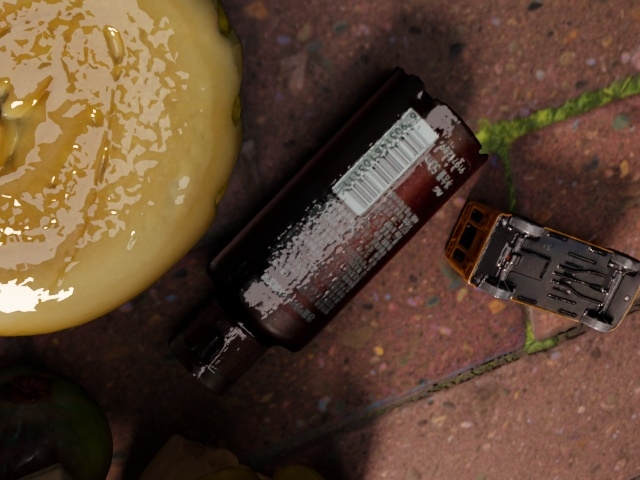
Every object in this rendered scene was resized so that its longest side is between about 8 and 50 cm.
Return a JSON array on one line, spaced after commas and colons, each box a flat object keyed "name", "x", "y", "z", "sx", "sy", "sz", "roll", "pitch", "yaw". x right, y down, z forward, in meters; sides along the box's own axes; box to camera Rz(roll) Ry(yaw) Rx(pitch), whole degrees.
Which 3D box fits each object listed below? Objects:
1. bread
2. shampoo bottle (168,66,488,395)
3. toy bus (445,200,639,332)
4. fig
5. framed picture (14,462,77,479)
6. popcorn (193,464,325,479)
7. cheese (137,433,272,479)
[{"name": "bread", "x": -0.207, "y": -0.092, "z": 0.687, "sx": 0.333, "sy": 0.160, "sz": 0.333, "roll": -8, "pitch": 114, "yaw": -18}, {"name": "shampoo bottle", "x": 0.000, "y": 0.000, "z": 0.851, "sx": 0.323, "sy": 0.084, "sz": 0.129, "roll": -47, "pitch": 116, "yaw": 1}, {"name": "toy bus", "x": 0.228, "y": 0.024, "z": 0.949, "sx": 0.194, "sy": 0.088, "sz": 0.083, "roll": 18, "pitch": 102, "yaw": -25}, {"name": "fig", "x": -0.261, "y": 0.224, "z": 0.811, "sx": 0.149, "sy": 0.149, "sz": 0.245, "roll": 2, "pitch": 121, "yaw": -23}, {"name": "framed picture", "x": -0.287, "y": 0.270, "z": 0.746, "sx": 0.265, "sy": 0.018, "sz": 0.192, "roll": -22, "pitch": 140, "yaw": 0}, {"name": "popcorn", "x": -0.074, "y": 0.311, "z": 0.673, "sx": 0.325, "sy": 0.290, "sz": 0.321, "roll": -44, "pitch": 131, "yaw": -51}, {"name": "cheese", "x": -0.065, "y": 0.299, "z": 0.913, "sx": 0.266, "sy": 0.127, "sz": 0.233, "roll": 24, "pitch": 100, "yaw": -29}]
